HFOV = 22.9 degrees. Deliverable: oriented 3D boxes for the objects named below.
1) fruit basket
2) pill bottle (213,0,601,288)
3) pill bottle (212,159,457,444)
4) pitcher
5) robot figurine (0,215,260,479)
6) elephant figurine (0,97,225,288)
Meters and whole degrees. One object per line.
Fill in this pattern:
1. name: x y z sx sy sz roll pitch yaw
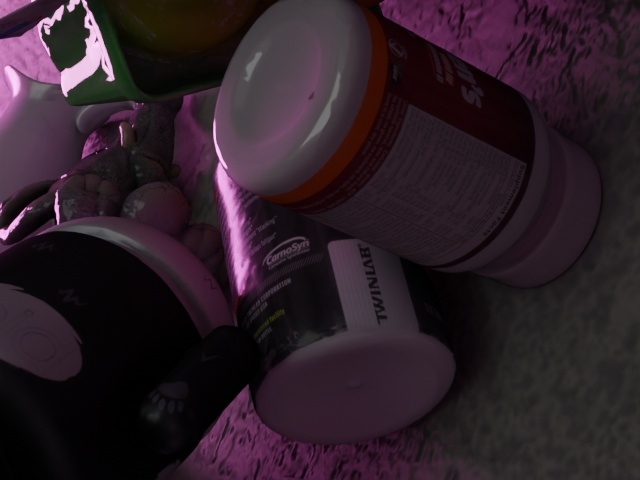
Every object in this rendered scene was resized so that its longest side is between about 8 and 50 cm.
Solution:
1. fruit basket: -0.016 -0.208 0.976 0.353 0.327 0.165 -28 84 47
2. pill bottle: 0.056 -0.051 0.925 0.121 0.221 0.121 -26 53 41
3. pill bottle: 0.000 0.000 1.042 0.130 0.130 0.245 -40 46 31
4. pitcher: -0.247 -0.045 1.389 0.178 0.125 0.207 6 65 36
5. robot figurine: -0.163 0.096 0.928 0.209 0.278 0.173 30 123 13
6. elephant figurine: -0.168 -0.010 1.260 0.239 0.186 0.169 -127 29 -60
